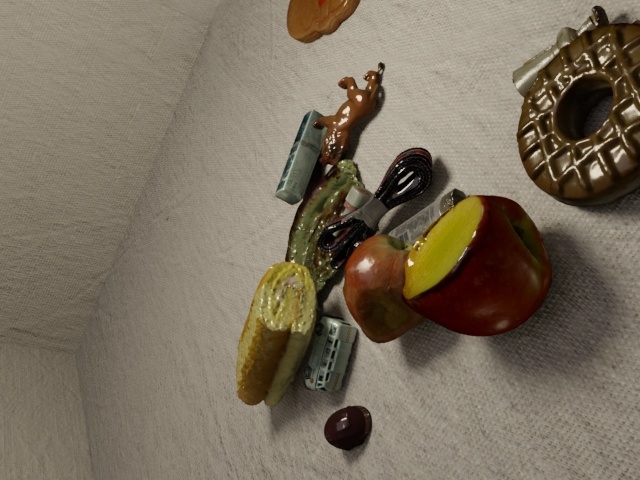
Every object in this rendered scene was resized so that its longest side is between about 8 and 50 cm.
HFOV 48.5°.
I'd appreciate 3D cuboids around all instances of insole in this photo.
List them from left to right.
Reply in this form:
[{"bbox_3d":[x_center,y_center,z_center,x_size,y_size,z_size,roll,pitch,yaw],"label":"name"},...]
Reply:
[{"bbox_3d":[-0.020,-0.153,2.105,0.110,0.012,0.309,-39,45,37],"label":"insole"}]

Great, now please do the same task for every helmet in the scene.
[{"bbox_3d":[0.055,0.434,1.655,0.123,0.070,0.098,-51,37,34],"label":"helmet"}]

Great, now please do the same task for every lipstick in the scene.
[{"bbox_3d":[-0.052,-0.242,2.078,0.077,0.076,0.289,-24,44,58],"label":"lipstick"},{"bbox_3d":[0.067,-0.047,1.810,0.057,0.063,0.186,45,116,38],"label":"lipstick"}]

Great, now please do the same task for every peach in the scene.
[{"bbox_3d":[0.154,0.112,1.534,0.214,0.214,0.235,-137,49,-56],"label":"peach"},{"bbox_3d":[0.279,0.062,1.310,0.275,0.249,0.245,-34,89,39],"label":"peach"}]

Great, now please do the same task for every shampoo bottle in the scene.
[{"bbox_3d":[0.237,-0.029,1.593,0.227,0.056,0.086,-38,43,44],"label":"shampoo bottle"}]

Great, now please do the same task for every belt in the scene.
[{"bbox_3d":[0.133,-0.078,1.695,0.359,0.126,0.094,-49,0,25],"label":"belt"}]

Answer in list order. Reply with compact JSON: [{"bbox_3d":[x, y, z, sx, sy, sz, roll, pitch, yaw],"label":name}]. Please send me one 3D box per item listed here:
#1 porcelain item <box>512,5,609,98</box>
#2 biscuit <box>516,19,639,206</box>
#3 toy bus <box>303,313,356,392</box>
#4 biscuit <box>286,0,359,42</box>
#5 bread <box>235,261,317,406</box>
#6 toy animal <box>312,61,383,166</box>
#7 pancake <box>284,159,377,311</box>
[{"bbox_3d":[0.470,-0.367,1.380,0.213,0.054,0.084,-41,47,43],"label":"porcelain item"},{"bbox_3d":[0.483,-0.216,1.242,0.332,0.103,0.332,-30,52,49],"label":"biscuit"},{"bbox_3d":[0.026,0.287,1.761,0.089,0.087,0.193,12,85,49],"label":"toy bus"},{"bbox_3d":[0.022,-0.823,2.309,0.455,0.078,0.349,-22,62,53],"label":"biscuit"},{"bbox_3d":[-0.119,0.250,1.867,0.236,0.165,0.375,-88,13,-45],"label":"bread"},{"bbox_3d":[0.081,-0.340,1.965,0.312,0.097,0.157,-52,44,29],"label":"toy animal"},{"bbox_3d":[-0.002,-0.004,1.940,0.426,0.067,0.305,-56,38,20],"label":"pancake"}]
